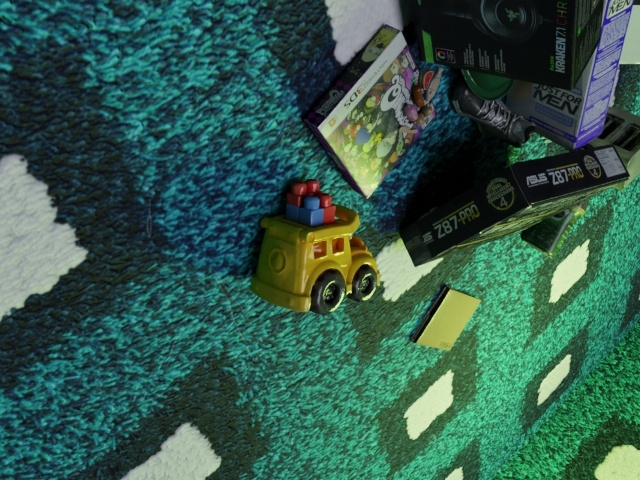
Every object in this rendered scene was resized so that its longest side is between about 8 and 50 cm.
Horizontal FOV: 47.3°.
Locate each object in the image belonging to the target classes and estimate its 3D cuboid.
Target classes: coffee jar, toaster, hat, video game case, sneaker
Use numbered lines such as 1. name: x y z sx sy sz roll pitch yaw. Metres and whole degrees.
1. coffee jar: 0.623 -0.052 1.929 0.184 0.096 0.079 -57 147 6
2. toaster: 0.756 -0.238 1.861 0.186 0.168 0.110 -39 141 -19
3. hat: 0.360 -0.343 1.274 0.208 0.184 0.173 39 73 -37
4. video game case: 0.094 -0.211 1.240 0.210 0.042 0.232 -49 145 -6
5. sneaker: 0.354 -0.247 1.428 0.229 0.132 0.086 21 102 -54

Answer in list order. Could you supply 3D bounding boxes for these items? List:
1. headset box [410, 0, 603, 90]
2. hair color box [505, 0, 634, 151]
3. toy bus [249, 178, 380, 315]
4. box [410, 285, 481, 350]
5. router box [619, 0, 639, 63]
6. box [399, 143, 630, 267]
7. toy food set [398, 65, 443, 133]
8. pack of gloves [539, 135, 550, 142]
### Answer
1. headset box: 0.270 -0.384 1.104 0.131 0.283 0.246 -55 149 -25
2. hair color box: 0.476 -0.364 1.424 0.110 0.185 0.338 -30 138 -27
3. toy bus: 0.000 0.000 1.247 0.220 0.149 0.211 -11 111 -46
4. box: 0.324 0.202 1.866 0.201 0.021 0.164 20 103 -53
5. router box: 0.643 -0.503 1.411 0.335 0.301 0.082 79 18 -45
6. box: 0.407 -0.074 1.522 0.395 0.097 0.318 -15 166 -40
7. toy food set: 0.175 -0.240 1.257 0.078 0.019 0.122 -7 121 -48
8. pack of gloves: 0.557 -0.340 1.677 0.232 0.046 0.195 -28 126 -36
